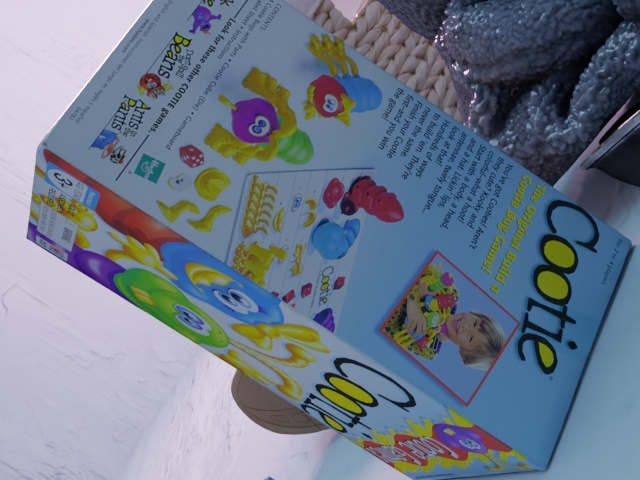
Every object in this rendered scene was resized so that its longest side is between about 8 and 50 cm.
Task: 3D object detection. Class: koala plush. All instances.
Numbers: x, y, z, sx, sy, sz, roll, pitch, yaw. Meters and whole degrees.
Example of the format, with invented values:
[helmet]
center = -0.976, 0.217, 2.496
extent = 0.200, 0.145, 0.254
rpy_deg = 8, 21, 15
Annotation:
[koala plush]
center = 0.108, -0.160, 0.559
extent = 0.203, 0.221, 0.196
rpy_deg = -54, -9, 26

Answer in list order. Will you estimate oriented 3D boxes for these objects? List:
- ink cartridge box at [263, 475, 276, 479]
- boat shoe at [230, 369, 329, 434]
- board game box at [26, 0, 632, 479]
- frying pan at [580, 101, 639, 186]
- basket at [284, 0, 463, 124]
[ink cartridge box]
center = -0.056, 0.248, 0.750
extent = 0.048, 0.028, 0.083
rpy_deg = -51, 9, 37
[boat shoe]
center = 0.032, 0.063, 0.731
extent = 0.285, 0.103, 0.092
rpy_deg = -47, 6, 34
[board game box]
center = 0.000, 0.000, 0.487
extent = 0.144, 0.275, 0.142
rpy_deg = -60, 8, -25
[frying pan]
center = 0.171, -0.060, 0.397
extent = 0.197, 0.053, 0.326
rpy_deg = -35, -10, -24
[basket]
center = 0.021, -0.136, 0.993
extent = 0.331, 0.266, 0.328
rpy_deg = -49, 10, 47
